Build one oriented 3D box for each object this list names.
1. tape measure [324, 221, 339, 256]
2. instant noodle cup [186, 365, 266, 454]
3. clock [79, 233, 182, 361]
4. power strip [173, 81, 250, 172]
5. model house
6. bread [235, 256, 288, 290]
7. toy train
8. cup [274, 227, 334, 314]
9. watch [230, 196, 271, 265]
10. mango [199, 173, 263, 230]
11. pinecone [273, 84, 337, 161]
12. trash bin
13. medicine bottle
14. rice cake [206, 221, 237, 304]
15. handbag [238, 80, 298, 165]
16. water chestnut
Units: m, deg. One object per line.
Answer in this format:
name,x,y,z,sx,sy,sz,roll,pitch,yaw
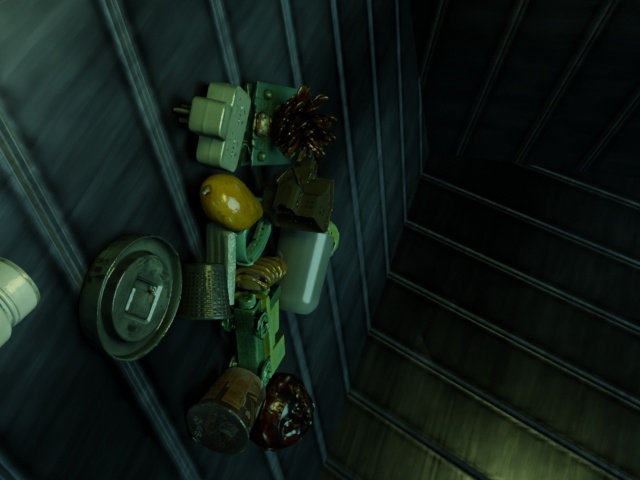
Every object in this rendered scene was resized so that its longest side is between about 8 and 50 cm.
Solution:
tape measure,0.000,0.000,2.529,0.175,0.106,0.199,-8,107,-53
instant noodle cup,-0.291,0.538,1.943,0.207,0.218,0.217,-58,151,-55
clock,-0.463,0.139,1.496,0.319,0.066,0.318,10,90,-69
power strip,-0.297,-0.320,1.649,0.261,0.141,0.229,5,97,-83
model house,-0.070,-0.179,1.990,0.204,0.211,0.243,58,43,-64
bread,-0.205,0.109,2.033,0.225,0.134,0.081,-31,126,-65
toy train,-0.221,0.321,2.077,0.253,0.160,0.397,-57,151,-57
cup,-0.078,0.108,2.248,0.205,0.206,0.312,18,84,-68
watch,-0.232,-0.035,1.995,0.195,0.068,0.237,63,39,-61
mango,-0.255,-0.110,1.772,0.176,0.119,0.317,59,16,13
pinecone,-0.045,-0.351,1.874,0.203,0.201,0.228,1,129,-43
trash bin,-0.333,0.143,1.715,0.175,0.176,0.161,13,75,-68
medicine bottle,-0.615,0.151,1.020,0.258,0.143,0.143,-54,147,-45
rice cake,-0.300,0.071,1.803,0.043,0.127,0.237,-10,112,-45
handbag,-0.159,-0.372,1.957,0.274,0.100,0.268,-19,119,-66
water chestnut,-0.135,0.656,2.283,0.300,0.300,0.300,11,90,-68
